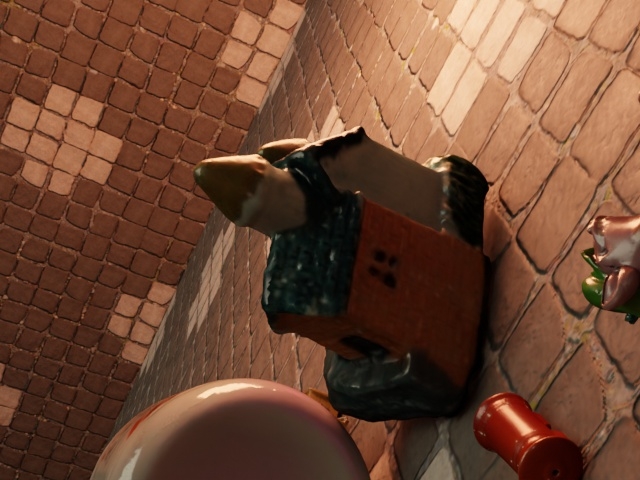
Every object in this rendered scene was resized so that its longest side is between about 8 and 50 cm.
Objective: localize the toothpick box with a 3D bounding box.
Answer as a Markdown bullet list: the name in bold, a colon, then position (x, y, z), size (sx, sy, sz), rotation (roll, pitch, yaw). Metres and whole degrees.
- **toothpick box**: position (0.141, 0.140, 0.587), size (0.047, 0.047, 0.083), rotation (-67, 16, 6)

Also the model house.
- **model house**: position (0.000, 0.000, 0.773), size (0.184, 0.291, 0.253), rotation (-20, 49, 48)

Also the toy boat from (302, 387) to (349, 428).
- **toy boat**: position (-0.025, 0.231, 1.034), size (0.200, 0.057, 0.077), rotation (-49, 19, 53)

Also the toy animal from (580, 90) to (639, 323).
- **toy animal**: position (0.227, -0.045, 0.498), size (0.103, 0.100, 0.208), rotation (25, 90, 36)

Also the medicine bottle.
- **medicine bottle**: position (-0.112, 0.279, 0.881), size (0.325, 0.256, 0.256), rotation (146, 143, -66)
